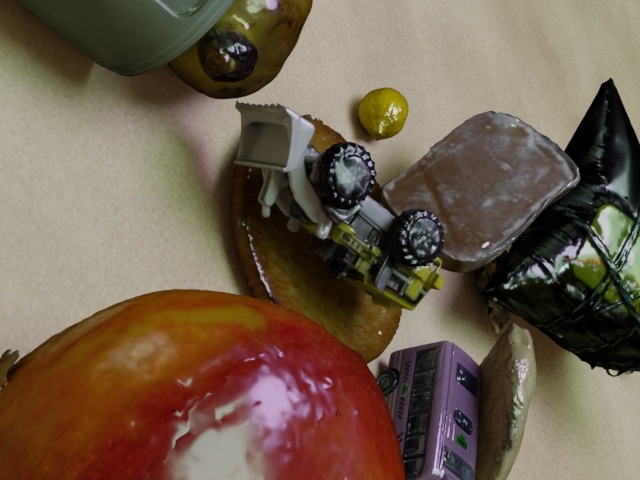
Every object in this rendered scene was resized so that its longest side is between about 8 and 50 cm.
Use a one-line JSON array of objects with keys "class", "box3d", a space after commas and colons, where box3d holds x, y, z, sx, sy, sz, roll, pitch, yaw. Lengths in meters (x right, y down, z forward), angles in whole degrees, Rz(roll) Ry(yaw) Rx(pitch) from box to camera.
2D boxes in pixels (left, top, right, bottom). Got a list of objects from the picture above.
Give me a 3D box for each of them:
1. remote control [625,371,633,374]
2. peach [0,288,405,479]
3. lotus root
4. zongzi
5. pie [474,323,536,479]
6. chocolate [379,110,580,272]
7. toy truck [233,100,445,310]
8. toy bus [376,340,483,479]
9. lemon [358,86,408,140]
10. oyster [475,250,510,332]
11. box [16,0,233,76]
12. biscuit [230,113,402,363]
[{"class": "remote control", "box3d": [0.449, 0.078, 1.885, 0.277, 0.055, 0.103, 55, 36, -17]}, {"class": "peach", "box3d": [-0.100, 0.201, 0.855, 0.373, 0.290, 0.372, 17, 65, -43]}, {"class": "lotus root", "box3d": [-0.087, -0.232, 1.194, 0.141, 0.169, 0.314, 26, 20, -7]}, {"class": "zongzi", "box3d": [0.398, -0.010, 1.607, 0.383, 0.319, 0.362, 33, 75, -35]}, {"class": "pie", "box3d": [0.198, 0.213, 1.366, 0.052, 0.218, 0.185, 19, 45, -3]}, {"class": "chocolate", "box3d": [0.192, -0.050, 1.452, 0.157, 0.080, 0.254, 40, 55, 17]}, {"class": "toy truck", "box3d": [0.015, -0.031, 1.217, 0.286, 0.136, 0.111, 40, 75, -30]}, {"class": "toy bus", "box3d": [0.121, 0.216, 1.311, 0.096, 0.108, 0.199, 42, 42, -33]}, {"class": "lemon", "box3d": [0.080, -0.162, 1.500, 0.065, 0.065, 0.092, 53, 35, -22]}, {"class": "oyster", "box3d": [0.239, 0.048, 1.615, 0.148, 0.051, 0.103, -64, 142, -47]}, {"class": "box", "box3d": [-0.176, -0.282, 1.068, 0.149, 0.226, 0.226, 37, 45, -37]}, {"class": "biscuit", "box3d": [0.000, 0.000, 1.326, 0.305, 0.038, 0.305, 29, 52, -45]}]
